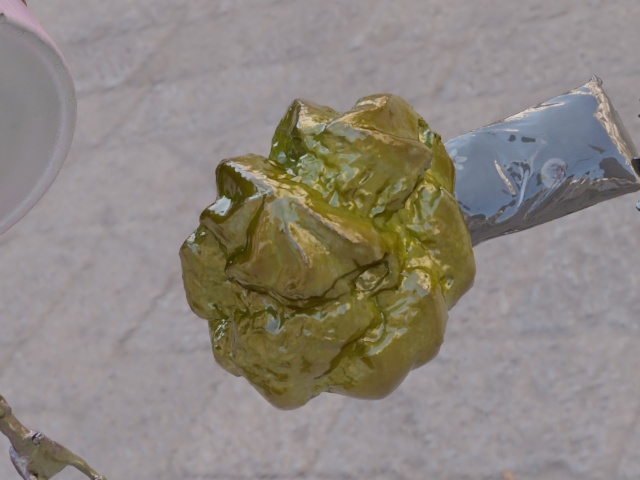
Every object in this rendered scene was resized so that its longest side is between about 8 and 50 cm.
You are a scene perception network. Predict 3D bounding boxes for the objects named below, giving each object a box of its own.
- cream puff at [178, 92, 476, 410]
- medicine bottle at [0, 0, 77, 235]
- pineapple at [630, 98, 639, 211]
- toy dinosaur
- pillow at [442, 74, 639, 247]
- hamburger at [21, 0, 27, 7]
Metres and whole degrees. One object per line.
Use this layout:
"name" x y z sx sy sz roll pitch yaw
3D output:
"cream puff" 0.004 0.002 0.975 0.194 0.194 0.221 14 70 50
"medicine bottle" -0.338 -0.154 1.039 0.256 0.256 0.325 -30 53 -14
"pineapple" 0.311 -0.081 1.127 0.157 0.158 0.279 -6 23 29
"toy dinosaur" -0.359 0.252 1.817 0.072 0.200 0.251 -44 -7 -3
"pillow" 0.203 -0.076 1.516 0.255 0.059 0.169 -23 56 9
"hamburger" -0.532 -0.196 1.613 0.277 0.396 0.396 -8 30 30
